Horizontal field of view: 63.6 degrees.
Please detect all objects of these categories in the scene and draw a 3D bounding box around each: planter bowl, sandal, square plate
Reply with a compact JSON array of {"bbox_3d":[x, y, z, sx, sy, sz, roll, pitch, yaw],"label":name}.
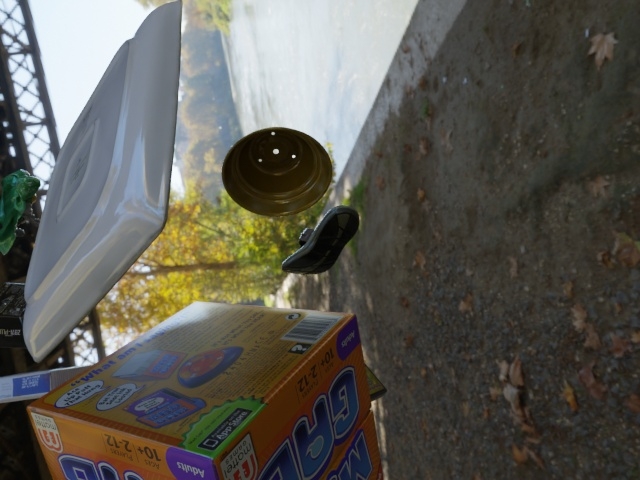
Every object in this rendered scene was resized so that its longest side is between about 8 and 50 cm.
[{"bbox_3d":[-0.088,-0.157,1.039,0.217,0.217,0.090,88,175,-45],"label":"planter bowl"},{"bbox_3d":[0.002,0.000,1.358,0.303,0.120,0.086,-48,40,38],"label":"sandal"},{"bbox_3d":[-0.270,-0.075,0.618,0.347,0.049,0.344,-37,47,36],"label":"square plate"}]

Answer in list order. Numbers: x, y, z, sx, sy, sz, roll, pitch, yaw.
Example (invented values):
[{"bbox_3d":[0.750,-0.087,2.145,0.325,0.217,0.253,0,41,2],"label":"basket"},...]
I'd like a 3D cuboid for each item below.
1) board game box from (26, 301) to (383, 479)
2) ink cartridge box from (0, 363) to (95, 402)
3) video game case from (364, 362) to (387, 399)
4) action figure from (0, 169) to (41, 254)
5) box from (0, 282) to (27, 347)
[{"bbox_3d":[-0.148,0.339,0.821,0.356,0.356,0.357,-34,-62,-54],"label":"board game box"},{"bbox_3d":[-0.469,0.255,0.938,0.224,0.223,0.045,19,-119,-65],"label":"ink cartridge box"},{"bbox_3d":[0.026,0.314,1.304,0.248,0.035,0.274,48,-161,24],"label":"video game case"},{"bbox_3d":[-0.536,-0.066,0.919,0.232,0.063,0.137,-22,77,50],"label":"action figure"},{"bbox_3d":[-0.672,0.169,1.179,0.180,0.147,0.078,-126,43,-68],"label":"box"}]
